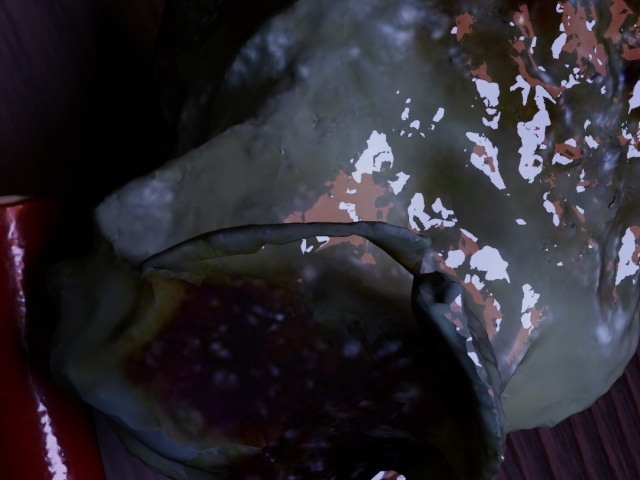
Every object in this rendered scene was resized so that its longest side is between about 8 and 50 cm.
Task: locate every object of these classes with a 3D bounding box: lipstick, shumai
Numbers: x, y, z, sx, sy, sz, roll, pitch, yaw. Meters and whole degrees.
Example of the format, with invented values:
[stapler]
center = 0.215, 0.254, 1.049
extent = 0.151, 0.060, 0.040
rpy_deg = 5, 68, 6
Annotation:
[lipstick]
center = -0.165, 0.095, 1.079
extent = 0.080, 0.080, 0.241
rpy_deg = -10, 89, -54
[shumai]
center = 0.000, 0.000, 1.098
extent = 0.348, 0.395, 0.395
rpy_deg = -43, 115, -43

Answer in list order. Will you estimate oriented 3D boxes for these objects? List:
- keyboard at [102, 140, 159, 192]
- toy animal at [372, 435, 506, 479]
[keyboard]
center = -0.089, 0.037, 1.253
extent = 0.061, 0.013, 0.204
rpy_deg = -33, 107, -52
[toy animal]
center = 0.068, 0.206, 1.369
extent = 0.179, 0.089, 0.188
rpy_deg = -47, 119, -29
